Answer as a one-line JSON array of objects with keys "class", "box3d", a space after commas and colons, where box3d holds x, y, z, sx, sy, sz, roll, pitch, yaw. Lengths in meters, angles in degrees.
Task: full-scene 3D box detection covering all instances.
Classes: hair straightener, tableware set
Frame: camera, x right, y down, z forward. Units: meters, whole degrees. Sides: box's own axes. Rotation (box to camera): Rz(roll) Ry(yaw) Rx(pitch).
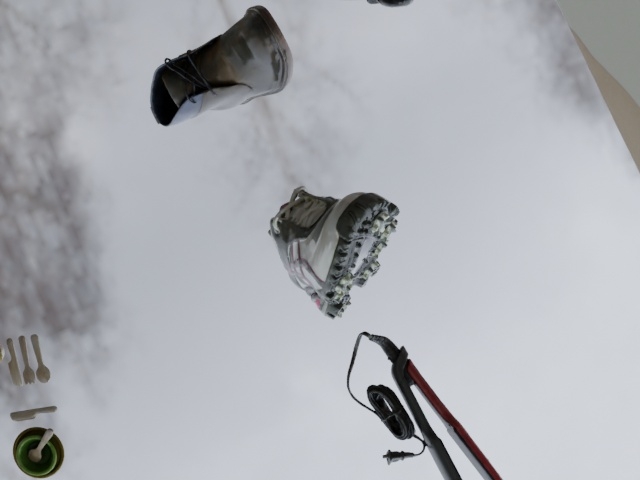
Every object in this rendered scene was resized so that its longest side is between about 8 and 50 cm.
[{"class": "hair straightener", "box3d": [0.099, 0.197, 1.951, 0.089, 0.230, 0.047, -35, -177, -12]}, {"class": "tableware set", "box3d": [-0.286, 0.161, 1.666, 0.104, 0.154, 0.024, -9, -171, 10]}]

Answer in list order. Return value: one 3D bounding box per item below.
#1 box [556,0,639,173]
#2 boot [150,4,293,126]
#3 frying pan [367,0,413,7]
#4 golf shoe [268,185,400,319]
[{"class": "box", "box3d": [0.258, -0.101, 1.116, 0.121, 0.311, 0.148, -14, -160, 43]}, {"class": "boot", "box3d": [-0.096, -0.156, 1.773, 0.106, 0.082, 0.219, -28, 177, -16]}, {"class": "frying pan", "box3d": [0.068, -0.215, 1.452, 0.197, 0.053, 0.326, -14, -156, -22]}, {"class": "golf shoe", "box3d": [0.000, 0.000, 1.857, 0.105, 0.120, 0.273, -48, 174, -16]}]
